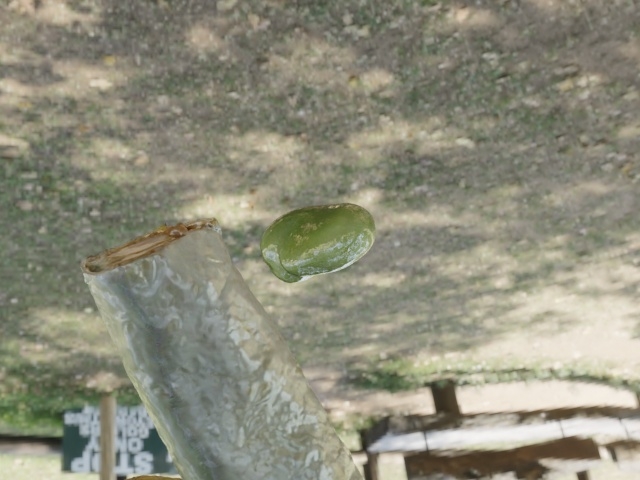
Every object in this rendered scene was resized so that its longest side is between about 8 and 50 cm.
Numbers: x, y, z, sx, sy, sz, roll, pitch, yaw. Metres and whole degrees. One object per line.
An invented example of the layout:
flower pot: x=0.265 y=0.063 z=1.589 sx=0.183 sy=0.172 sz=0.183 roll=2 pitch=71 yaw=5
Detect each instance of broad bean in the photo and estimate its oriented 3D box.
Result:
broad bean: x=0.000 y=0.000 z=0.577 sx=0.083 sy=0.063 sz=0.045 roll=-15 pitch=111 yaw=41

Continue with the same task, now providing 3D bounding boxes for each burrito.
burrito: x=-0.088 y=0.127 z=0.779 sx=0.143 sy=0.299 sz=0.105 roll=-27 pitch=-168 yaw=2

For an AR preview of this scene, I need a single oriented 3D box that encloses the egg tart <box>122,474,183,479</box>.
egg tart: x=-0.187 y=0.344 z=0.985 sx=0.191 sy=0.191 sz=0.074 roll=6 pitch=123 yaw=-28
